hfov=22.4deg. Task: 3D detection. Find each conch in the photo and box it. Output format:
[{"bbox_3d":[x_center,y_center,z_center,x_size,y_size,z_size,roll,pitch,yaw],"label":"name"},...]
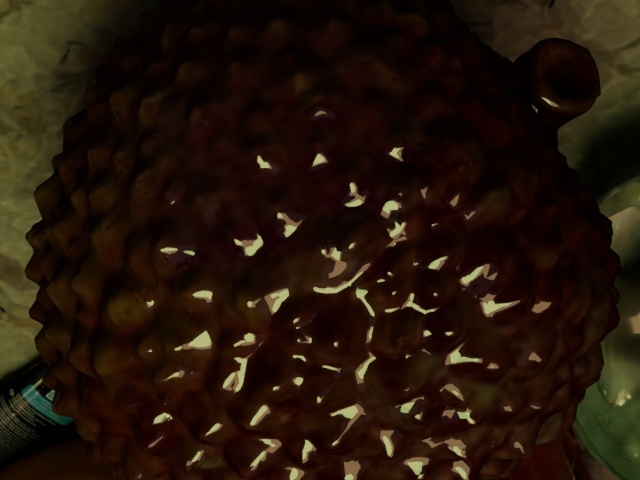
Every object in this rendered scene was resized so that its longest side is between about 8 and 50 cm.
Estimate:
[{"bbox_3d":[0.237,0.063,1.010,0.220,0.195,0.277,16,149,-11],"label":"conch"}]

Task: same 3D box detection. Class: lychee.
[{"bbox_3d":[0.000,0.000,0.820,0.330,0.306,0.306,-34,130,14],"label":"lychee"}]

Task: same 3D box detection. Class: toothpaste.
[{"bbox_3d":[-0.208,0.124,1.100,0.193,0.045,0.071,-33,138,15],"label":"toothpaste"}]

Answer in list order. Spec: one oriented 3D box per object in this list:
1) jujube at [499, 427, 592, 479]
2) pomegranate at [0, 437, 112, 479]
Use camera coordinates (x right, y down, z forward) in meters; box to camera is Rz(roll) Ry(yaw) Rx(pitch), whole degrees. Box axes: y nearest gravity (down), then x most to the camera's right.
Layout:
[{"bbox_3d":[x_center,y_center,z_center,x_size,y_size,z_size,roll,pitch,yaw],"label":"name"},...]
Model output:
[{"bbox_3d":[0.098,0.192,1.108,0.216,0.216,0.342,-24,140,16],"label":"jujube"},{"bbox_3d":[-0.143,0.260,1.091,0.264,0.264,0.264,-4,135,-4],"label":"pomegranate"}]
